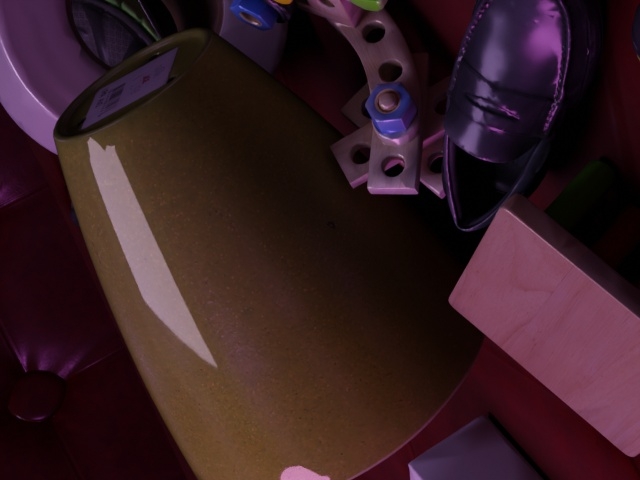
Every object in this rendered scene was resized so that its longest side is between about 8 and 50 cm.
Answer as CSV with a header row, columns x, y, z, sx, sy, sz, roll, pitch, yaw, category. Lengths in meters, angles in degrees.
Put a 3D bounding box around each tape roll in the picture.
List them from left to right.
x,y,z,sx,sy,sz,roll,pitch,yaw,category
-0.167,-0.189,1.077,0.246,0.246,0.169,63,163,-7,tape roll

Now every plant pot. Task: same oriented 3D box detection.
x,y,z,sx,sy,sz,roll,pitch,yaw,category
-0.062,-0.001,0.933,0.293,0.275,0.275,56,166,-26,plant pot

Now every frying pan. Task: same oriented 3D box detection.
x,y,z,sx,sy,sz,roll,pitch,yaw,category
-0.176,-0.255,1.328,0.197,0.053,0.326,61,180,-16,frying pan

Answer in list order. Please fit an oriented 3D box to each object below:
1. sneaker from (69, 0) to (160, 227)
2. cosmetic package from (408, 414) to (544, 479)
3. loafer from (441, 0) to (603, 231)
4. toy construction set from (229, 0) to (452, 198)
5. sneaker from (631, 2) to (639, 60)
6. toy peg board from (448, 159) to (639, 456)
x,y,z,sx,sy,sz,roll,pitch,yaw,category
-0.218,-0.112,1.414,0.483,0.202,0.185,51,160,28,sneaker
0.228,0.380,1.119,0.377,0.097,0.284,48,162,35,cosmetic package
0.111,-0.080,0.719,0.076,0.078,0.223,28,154,15,loafer
0.021,-0.171,0.774,0.215,0.151,0.327,24,155,23,toy construction set
0.219,-0.025,0.542,0.234,0.084,0.097,62,175,31,sneaker
0.179,0.037,0.773,0.160,0.079,0.161,40,159,11,toy peg board
